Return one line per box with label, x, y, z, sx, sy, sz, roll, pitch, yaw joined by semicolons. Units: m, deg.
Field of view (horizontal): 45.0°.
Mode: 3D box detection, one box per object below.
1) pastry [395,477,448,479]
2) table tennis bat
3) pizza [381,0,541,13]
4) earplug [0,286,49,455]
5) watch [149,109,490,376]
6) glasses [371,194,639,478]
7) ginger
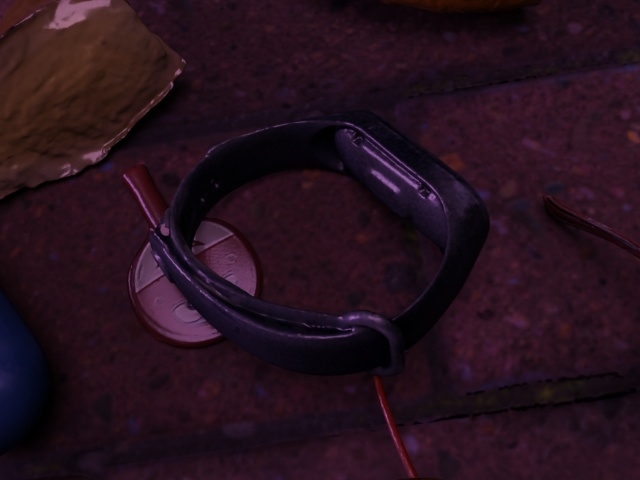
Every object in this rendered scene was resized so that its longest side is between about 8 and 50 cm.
pastry;0.045;0.235;0.359;0.132;0.240;0.235;-13;87;-30
table tennis bat;-0.106;0.008;0.576;0.098;0.019;0.154;-30;71;-7
pizza;0.072;-0.297;0.645;0.289;0.081;0.228;24;78;14
earplug;-0.289;0.036;0.527;0.132;0.132;0.273;-42;73;-11
watch;0.000;0.000;0.519;0.193;0.068;0.206;-34;55;-15
glasses;0.152;0.100;0.459;0.234;0.118;0.268;-32;68;-6
ginger;-0.224;-0.129;0.611;0.193;0.115;0.122;-42;48;-3
